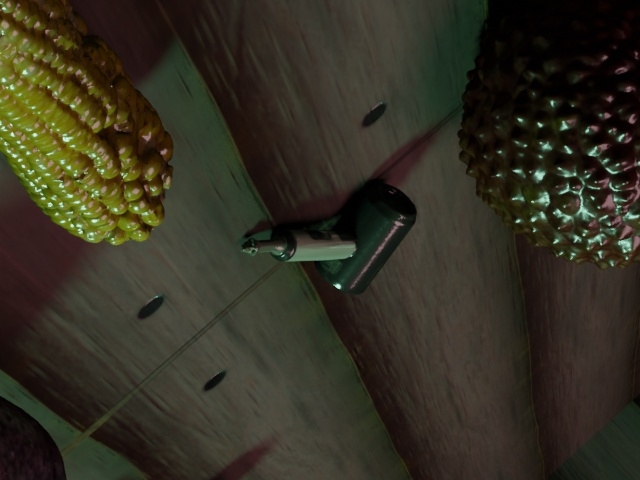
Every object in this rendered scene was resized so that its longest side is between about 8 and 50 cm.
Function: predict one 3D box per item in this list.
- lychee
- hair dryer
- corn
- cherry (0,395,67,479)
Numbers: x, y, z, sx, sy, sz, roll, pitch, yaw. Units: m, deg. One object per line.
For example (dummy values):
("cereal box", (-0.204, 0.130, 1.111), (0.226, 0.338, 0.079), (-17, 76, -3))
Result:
("lychee", (0.254, -0.103, 1.384), (0.276, 0.275, 0.304), (-34, -171, -24))
("hair dryer", (0.000, 0.000, 1.435), (0.198, 0.057, 0.100), (-4, 135, -52))
("corn", (-0.154, -0.081, 0.918), (0.097, 0.097, 0.320), (-41, 159, -5))
("cherry", (-0.269, 0.181, 1.106), (0.195, 0.195, 0.195), (-37, 159, -17))
